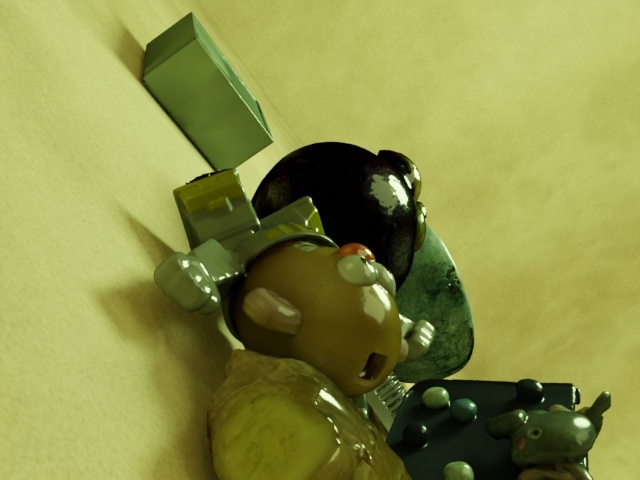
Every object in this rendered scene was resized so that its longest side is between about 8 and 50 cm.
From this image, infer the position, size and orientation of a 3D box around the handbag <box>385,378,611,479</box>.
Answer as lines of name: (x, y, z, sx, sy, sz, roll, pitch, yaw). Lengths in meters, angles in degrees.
handbag: (0.203, 0.257, 0.852, 0.325, 0.269, 0.118, -45, 126, -67)

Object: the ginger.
ginger: (0.005, 0.207, 0.638, 0.219, 0.123, 0.270, 38, -13, 51)

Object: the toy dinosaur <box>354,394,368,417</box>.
toy dinosaur: (0.027, 0.247, 0.849, 0.248, 0.075, 0.188, 45, 28, -64)

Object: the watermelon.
watermelon: (0.137, 0.148, 1.258, 0.188, 0.175, 0.321, 44, -33, 46)

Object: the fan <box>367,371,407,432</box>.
fan: (0.126, 0.295, 1.230, 0.244, 0.074, 0.130, 58, -5, -29)

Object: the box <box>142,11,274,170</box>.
box: (-0.207, -0.266, 1.334, 0.225, 0.117, 0.225, 52, 8, -29)

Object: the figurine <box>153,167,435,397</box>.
figurine: (-0.023, 0.054, 0.782, 0.343, 0.167, 0.285, -3, 32, -28)

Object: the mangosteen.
mangosteen: (0.043, -0.017, 1.094, 0.302, 0.275, 0.275, -14, 63, -38)
